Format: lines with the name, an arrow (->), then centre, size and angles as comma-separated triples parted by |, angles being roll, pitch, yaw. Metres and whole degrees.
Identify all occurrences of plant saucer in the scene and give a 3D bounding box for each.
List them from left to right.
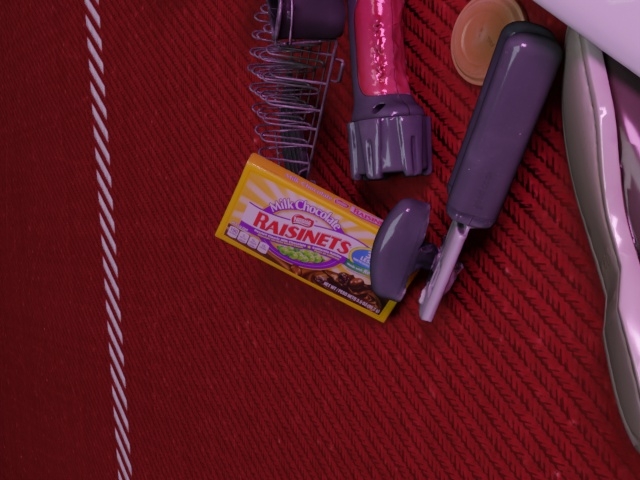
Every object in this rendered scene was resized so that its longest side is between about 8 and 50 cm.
plant saucer -> 0.151, -0.183, 0.649 | 0.083, 0.013, 0.083 | 9, 102, 49

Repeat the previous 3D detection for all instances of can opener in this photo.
can opener -> 0.113, -0.052, 0.624 | 0.076, 0.095, 0.283 | -72, -3, -59

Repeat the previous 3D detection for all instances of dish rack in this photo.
dish rack -> -0.036, -0.179, 0.746 | 0.271, 0.074, 0.208 | 104, 163, -46

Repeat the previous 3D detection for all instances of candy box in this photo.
candy box -> 0.000, 0.000, 0.743 | 0.206, 0.027, 0.105 | 27, 122, -2

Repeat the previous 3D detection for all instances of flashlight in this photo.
flashlight -> 0.064, -0.212, 0.686 | 0.103, 0.103, 0.304 | -3, 93, 25

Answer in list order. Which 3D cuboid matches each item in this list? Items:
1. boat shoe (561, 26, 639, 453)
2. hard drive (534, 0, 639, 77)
boat shoe -> 0.238, -0.022, 0.498 | 0.097, 0.116, 0.324 | -8, 72, 11
hard drive -> 0.267, -0.178, 0.390 | 0.353, 0.047, 0.233 | 43, 132, 16
